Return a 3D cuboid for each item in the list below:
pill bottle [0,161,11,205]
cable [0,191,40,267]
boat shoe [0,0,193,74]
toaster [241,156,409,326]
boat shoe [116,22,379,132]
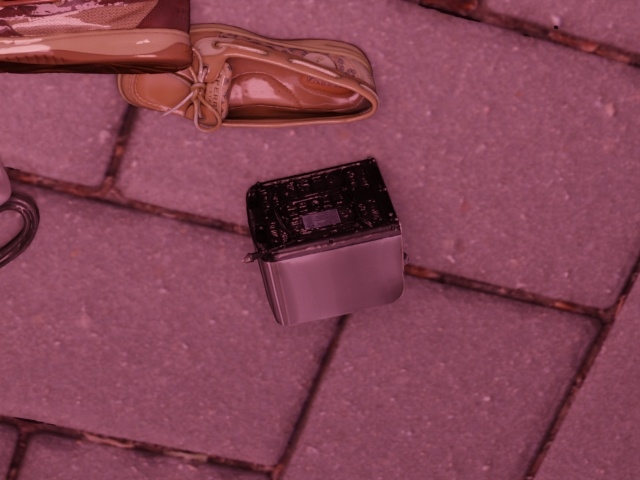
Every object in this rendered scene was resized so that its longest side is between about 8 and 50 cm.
[{"bbox_3d":[-0.444,-0.038,1.721,0.193,0.108,0.108,-33,120,10],"label":"pill bottle"},{"bbox_3d":[-0.419,0.061,1.832,0.139,0.072,0.287,21,103,-2],"label":"cable"},{"bbox_3d":[-0.302,-0.241,1.640,0.342,0.123,0.123,1,88,3],"label":"boat shoe"},{"bbox_3d":[0.000,0.000,1.787,0.185,0.168,0.110,-13,122,-3],"label":"toaster"},{"bbox_3d":[-0.078,-0.172,1.718,0.285,0.089,0.105,-2,121,-8],"label":"boat shoe"}]
